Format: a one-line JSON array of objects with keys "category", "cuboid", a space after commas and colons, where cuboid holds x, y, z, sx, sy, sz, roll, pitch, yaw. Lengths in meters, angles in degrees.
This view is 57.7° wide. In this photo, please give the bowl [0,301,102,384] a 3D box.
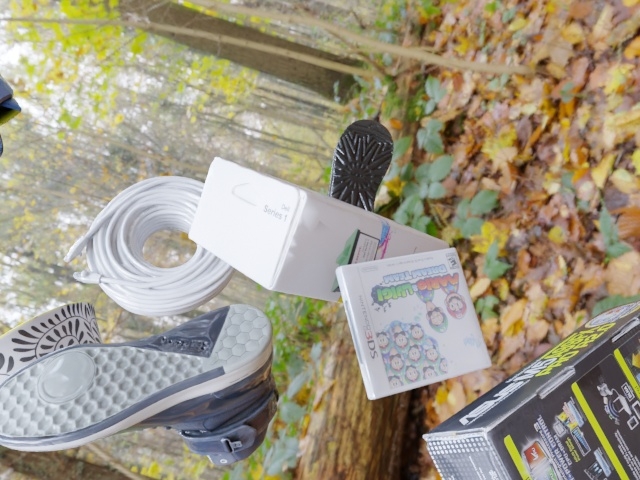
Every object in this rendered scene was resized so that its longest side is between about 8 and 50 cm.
[{"category": "bowl", "cuboid": [-0.276, 0.145, 0.575, 0.170, 0.080, 0.170, -40, -8, -7]}]

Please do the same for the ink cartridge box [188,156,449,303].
[{"category": "ink cartridge box", "cuboid": [0.000, 0.000, 0.765, 0.201, 0.278, 0.117, 25, 97, 47]}]

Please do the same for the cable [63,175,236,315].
[{"category": "cable", "cuboid": [-0.263, 0.010, 0.999, 0.089, 0.257, 0.257, 101, -167, -59]}]

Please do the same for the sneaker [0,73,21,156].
[{"category": "sneaker", "cuboid": [-0.304, -0.134, 0.494, 0.069, 0.082, 0.209, -48, 45, 20]}]

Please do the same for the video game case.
[{"category": "video game case", "cuboid": [0.105, 0.086, 0.643, 0.019, 0.157, 0.143, -40, 61, 61]}]

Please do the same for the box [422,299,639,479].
[{"category": "box", "cuboid": [0.214, 0.194, 0.364, 0.216, 0.270, 0.060, -22, -10, -32]}]

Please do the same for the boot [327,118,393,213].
[{"category": "boot", "cuboid": [0.058, -0.096, 1.408, 0.260, 0.131, 0.348, 117, 172, -67]}]

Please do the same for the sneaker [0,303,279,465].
[{"category": "sneaker", "cuboid": [-0.144, 0.151, 0.502, 0.163, 0.226, 0.086, 89, 164, -49]}]
